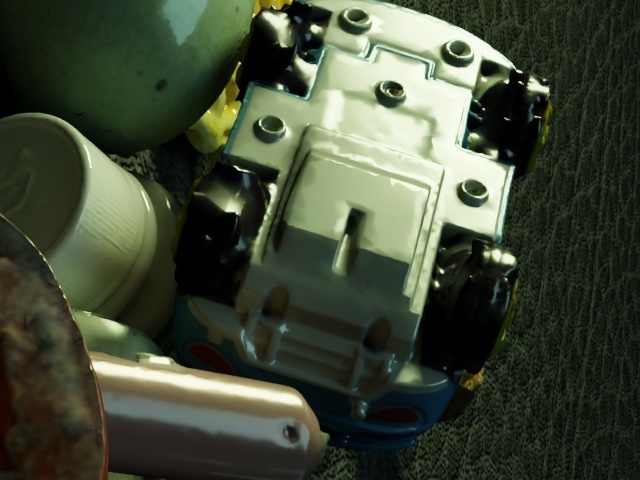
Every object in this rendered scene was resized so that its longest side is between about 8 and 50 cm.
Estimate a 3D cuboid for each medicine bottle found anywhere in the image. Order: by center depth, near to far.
[{"bbox_3d":[-0.132,0.025,1.166,0.237,0.139,0.139,47,41,-53],"label":"medicine bottle"}]

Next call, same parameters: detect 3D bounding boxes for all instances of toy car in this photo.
[{"bbox_3d":[0.021,-0.014,1.147,0.314,0.198,0.166,-75,-177,-45],"label":"toy car"}]

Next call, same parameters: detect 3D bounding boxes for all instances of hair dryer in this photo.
[{"bbox_3d":[-0.147,0.055,0.932,0.352,0.125,0.210,13,76,-29],"label":"hair dryer"}]

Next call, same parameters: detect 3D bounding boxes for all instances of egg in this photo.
[{"bbox_3d":[-0.124,-0.167,1.201,0.169,0.169,0.237,46,40,-55],"label":"egg"}]

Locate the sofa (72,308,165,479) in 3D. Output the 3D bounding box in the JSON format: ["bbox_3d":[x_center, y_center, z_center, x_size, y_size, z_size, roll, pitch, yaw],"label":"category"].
[{"bbox_3d":[-0.185,0.163,1.070,0.225,0.176,0.210,100,-4,-60],"label":"sofa"}]

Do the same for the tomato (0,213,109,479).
[{"bbox_3d":[-0.235,0.118,0.717,0.144,0.338,0.338,95,1,-61],"label":"tomato"}]

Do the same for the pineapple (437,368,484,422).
[{"bbox_3d":[0.096,0.025,1.745,0.130,0.119,0.277,19,53,-15],"label":"pineapple"}]

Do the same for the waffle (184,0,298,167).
[{"bbox_3d":[-0.076,-0.179,1.471,0.261,0.056,0.250,-74,147,-40],"label":"waffle"}]
